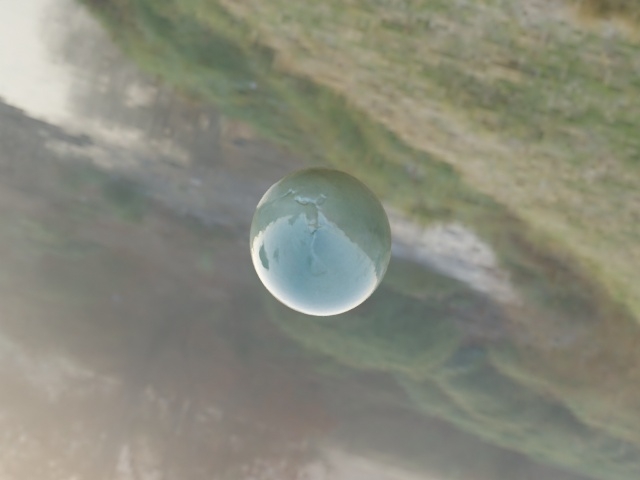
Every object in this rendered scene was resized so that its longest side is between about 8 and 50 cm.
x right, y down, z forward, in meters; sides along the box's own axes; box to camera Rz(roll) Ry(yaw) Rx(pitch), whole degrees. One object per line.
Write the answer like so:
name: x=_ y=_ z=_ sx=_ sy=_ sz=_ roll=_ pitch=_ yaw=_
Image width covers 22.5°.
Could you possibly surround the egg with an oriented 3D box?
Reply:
egg: x=0.000 y=0.000 z=1.282 sx=0.114 sy=0.114 sz=0.152 roll=15 pitch=162 yaw=10
